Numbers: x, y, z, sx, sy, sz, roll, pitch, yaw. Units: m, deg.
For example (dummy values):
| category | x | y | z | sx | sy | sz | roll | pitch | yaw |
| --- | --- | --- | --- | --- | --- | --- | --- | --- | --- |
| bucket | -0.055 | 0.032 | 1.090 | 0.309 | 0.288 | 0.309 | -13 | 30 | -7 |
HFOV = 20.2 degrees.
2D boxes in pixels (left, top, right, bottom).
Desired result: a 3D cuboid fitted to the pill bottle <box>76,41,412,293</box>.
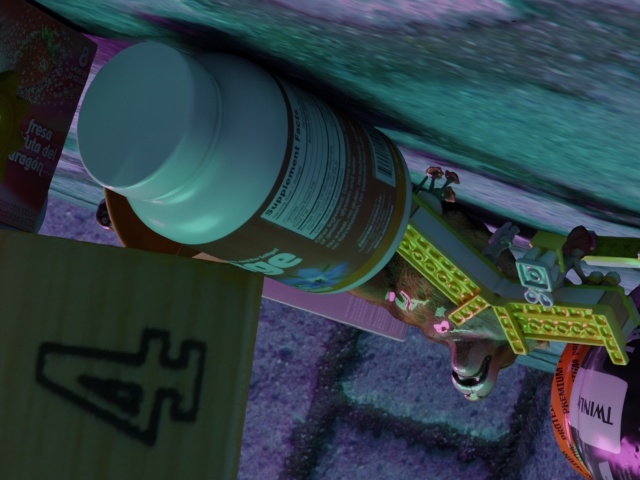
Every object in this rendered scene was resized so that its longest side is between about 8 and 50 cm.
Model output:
| category | x | y | z | sx | sy | sz | roll | pitch | yaw |
| --- | --- | --- | --- | --- | --- | --- | --- | --- | --- |
| pill bottle | -0.047 | -0.046 | 1.128 | 0.121 | 0.121 | 0.216 | 15 | 175 | 39 |

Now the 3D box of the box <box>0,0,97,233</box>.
| category | x | y | z | sx | sy | sz | roll | pitch | yaw |
| --- | --- | --- | --- | --- | --- | --- | --- | --- | --- |
| box | -0.295 | -0.118 | 1.124 | 0.154 | 0.142 | 0.300 | 16 | 175 | 28 |

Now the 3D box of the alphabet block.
| category | x | y | z | sx | sy | sz | roll | pitch | yaw |
| --- | --- | --- | --- | --- | --- | --- | --- | --- | --- |
| alphabet block | -0.155 | 0.107 | 1.263 | 0.193 | 0.197 | 0.192 | 9 | 173 | -11 |

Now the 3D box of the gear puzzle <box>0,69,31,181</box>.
| category | x | y | z | sx | sy | sz | roll | pitch | yaw |
| --- | --- | --- | --- | --- | --- | --- | --- | --- | --- |
| gear puzzle | -0.264 | -0.104 | 0.976 | 0.044 | 0.175 | 0.339 | 25 | 180 | 29 |

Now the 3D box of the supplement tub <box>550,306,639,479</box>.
| category | x | y | z | sx | sy | sz | roll | pitch | yaw |
| --- | --- | --- | --- | --- | --- | --- | --- | --- | --- |
| supplement tub | 0.341 | 0.145 | 1.372 | 0.207 | 0.207 | 0.338 | 21 | 175 | -31 |

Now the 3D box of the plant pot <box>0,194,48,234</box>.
| category | x | y | z | sx | sy | sz | roll | pitch | yaw |
| --- | --- | --- | --- | --- | --- | --- | --- | --- | --- |
| plant pot | -0.447 | -0.048 | 2.093 | 0.271 | 0.272 | 0.255 | 17 | -169 | 12 |

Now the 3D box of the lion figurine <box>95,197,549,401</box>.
| category | x | y | z | sx | sy | sz | roll | pitch | yaw |
| --- | --- | --- | --- | --- | --- | --- | --- | --- | --- |
| lion figurine | 0.000 | 0.000 | 1.540 | 0.392 | 0.142 | 0.240 | 23 | 177 | 30 |

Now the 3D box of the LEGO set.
| category | x | y | z | sx | sy | sz | roll | pitch | yaw |
| --- | --- | --- | --- | --- | --- | --- | --- | --- | --- |
| LEGO set | 0.139 | -0.007 | 1.254 | 0.287 | 0.107 | 0.132 | 21 | 143 | 25 |

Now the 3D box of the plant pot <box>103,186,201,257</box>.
| category | x | y | z | sx | sy | sz | roll | pitch | yaw |
| --- | --- | --- | --- | --- | --- | --- | --- | --- | --- |
| plant pot | -0.095 | -0.051 | 1.388 | 0.095 | 0.134 | 0.134 | -9 | -167 | -36 |

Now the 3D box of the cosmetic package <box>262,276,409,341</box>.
| category | x | y | z | sx | sy | sz | roll | pitch | yaw |
| --- | --- | --- | --- | --- | --- | --- | --- | --- | --- |
| cosmetic package | 0.006 | 0.050 | 2.321 | 0.238 | 0.107 | 0.127 | 15 | 179 | 0 |
